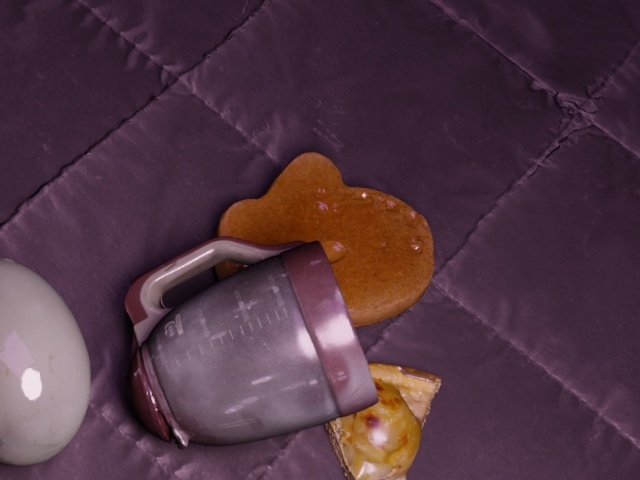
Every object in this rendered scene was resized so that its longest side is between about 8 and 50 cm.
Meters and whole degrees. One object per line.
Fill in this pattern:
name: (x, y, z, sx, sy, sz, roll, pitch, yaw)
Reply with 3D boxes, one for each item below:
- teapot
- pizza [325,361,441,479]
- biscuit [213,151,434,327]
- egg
teapot: (-0.116, 0.126, 1.864, 0.312, 0.233, 0.315, -19, 54, -2)
pizza: (0.099, 0.244, 1.956, 0.204, 0.080, 0.188, -6, 62, -25)
biscuit: (-0.001, 0.001, 2.085, 0.344, 0.057, 0.287, -7, 62, -23)
egg: (-0.399, 0.150, 1.757, 0.203, 0.203, 0.282, -15, 68, -27)
